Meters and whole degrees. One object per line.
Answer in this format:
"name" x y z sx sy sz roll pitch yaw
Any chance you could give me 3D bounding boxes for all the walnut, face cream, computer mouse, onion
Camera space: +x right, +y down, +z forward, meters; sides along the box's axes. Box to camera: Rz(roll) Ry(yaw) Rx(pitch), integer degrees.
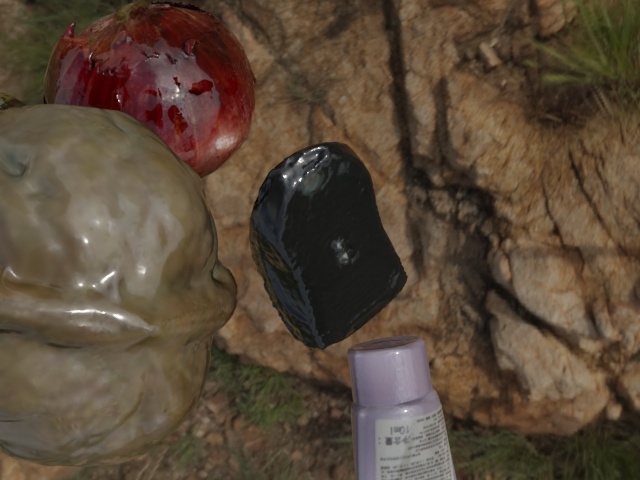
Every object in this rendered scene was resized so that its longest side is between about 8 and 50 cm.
"walnut" -0.151 0.024 0.527 0.224 0.224 0.224 7 111 17
"face cream" 0.095 0.250 1.005 0.096 0.154 0.274 -6 93 59
"computer mouse" 0.000 0.000 0.760 0.073 0.122 0.217 41 159 45
"onion" -0.220 -0.186 1.159 0.276 0.276 0.276 7 111 17

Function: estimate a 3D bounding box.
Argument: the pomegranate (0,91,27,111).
"pomegranate" -0.468 -0.143 1.366 0.214 0.248 0.214 30 142 27
